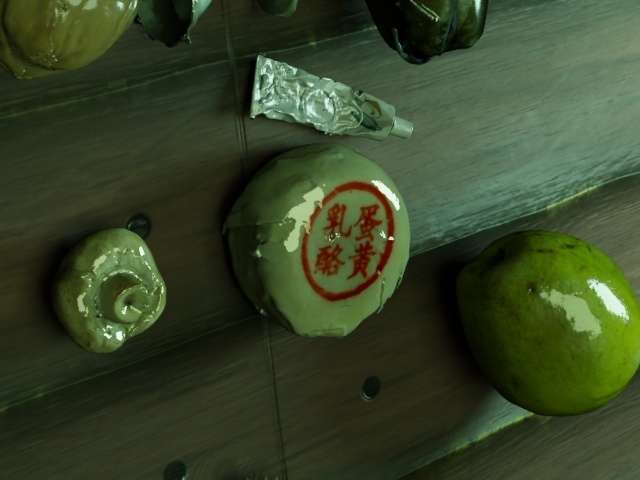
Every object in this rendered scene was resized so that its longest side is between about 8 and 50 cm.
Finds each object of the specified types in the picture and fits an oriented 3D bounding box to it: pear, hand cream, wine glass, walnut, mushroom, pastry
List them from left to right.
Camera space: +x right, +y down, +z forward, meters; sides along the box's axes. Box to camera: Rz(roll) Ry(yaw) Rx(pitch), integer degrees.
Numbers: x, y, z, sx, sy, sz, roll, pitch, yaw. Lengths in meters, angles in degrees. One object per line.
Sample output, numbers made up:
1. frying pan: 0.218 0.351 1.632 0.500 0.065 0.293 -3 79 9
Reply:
1. walnut: -0.272 -0.283 1.426 0.198 0.198 0.245 25 86 -40
2. mushroom: -0.245 0.058 1.584 0.148 0.112 0.148 -15 117 -31
3. wine glass: -0.118 -0.298 1.610 0.183 0.122 0.122 -18 112 -42
4. pastry: 0.002 0.000 1.762 0.265 0.133 0.265 -14 114 -36
5. hand cream: 0.014 -0.175 1.782 0.257 0.050 0.084 11 92 -34
6. pear: 0.331 0.117 1.990 0.307 0.253 0.253 45 72 -25

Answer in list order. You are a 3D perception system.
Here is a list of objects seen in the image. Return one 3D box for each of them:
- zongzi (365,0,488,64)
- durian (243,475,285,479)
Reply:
1. zongzi: 0.030 -0.424 1.661 0.432 0.208 0.403 0 108 -25
2. durian: -0.080 0.392 1.789 0.165 0.132 0.182 44 76 -29
